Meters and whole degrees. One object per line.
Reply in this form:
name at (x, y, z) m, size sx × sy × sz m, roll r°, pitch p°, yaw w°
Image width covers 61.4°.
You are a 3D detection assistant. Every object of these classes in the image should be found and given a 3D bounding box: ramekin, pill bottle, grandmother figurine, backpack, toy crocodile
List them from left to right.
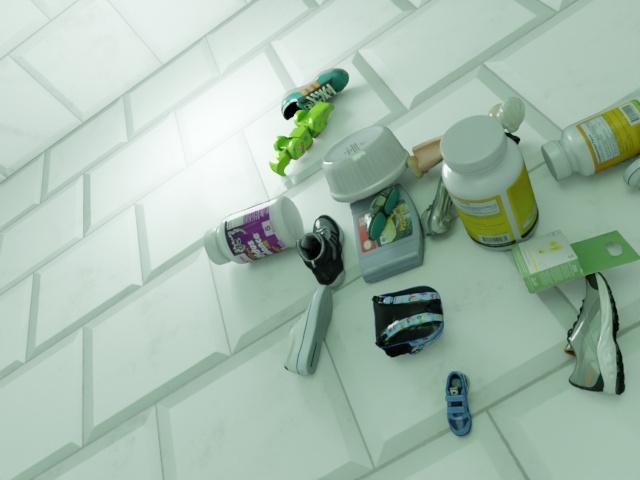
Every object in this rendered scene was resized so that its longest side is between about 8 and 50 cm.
pill bottle at (-0.218, -0.021, 1.732) m, size 0.301 × 0.169 × 0.170 m, roll -19°, pitch 49°, yaw 21°
toy crocodile at (-0.066, -0.378, 1.964) m, size 0.115 × 0.105 × 0.341 m, roll 18°, pitch 64°, yaw 41°
ramekin at (0.128, -0.243, 1.643) m, size 0.272 × 0.127 × 0.273 m, roll -25°, pitch 24°, yaw 12°
backpack at (0.224, 0.196, 1.320) m, size 0.173 × 0.117 × 0.158 m, roll -19°, pitch 49°, yaw 21°
grandmother figurine at (0.405, -0.287, 1.503) m, size 0.342 × 0.104 × 0.208 m, roll -28°, pitch 15°, yaw 34°
pill bottle at (0.405, -0.135, 1.302) m, size 0.187 × 0.334 × 0.188 m, roll -17°, pitch 50°, yaw 21°
pill bottle at (0.690, -0.244, 1.340) m, size 0.245 × 0.136 × 0.137 m, roll -24°, pitch 47°, yaw 16°

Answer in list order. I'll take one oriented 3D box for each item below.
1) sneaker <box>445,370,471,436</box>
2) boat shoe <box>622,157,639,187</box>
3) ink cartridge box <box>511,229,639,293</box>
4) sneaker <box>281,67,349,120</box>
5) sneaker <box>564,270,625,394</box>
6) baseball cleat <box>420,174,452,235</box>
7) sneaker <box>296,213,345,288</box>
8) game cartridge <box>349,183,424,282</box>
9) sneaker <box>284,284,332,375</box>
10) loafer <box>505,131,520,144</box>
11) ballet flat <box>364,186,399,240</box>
sneaker at (0.301, 0.356, 1.191) m, size 0.053 × 0.059 × 0.144 m, roll -12°, pitch 53°, yaw 23°
boat shoe at (0.834, -0.168, 1.220) m, size 0.257 × 0.095 × 0.084 m, roll -20°, pitch 44°, yaw 21°
ink cartridge box at (0.567, 0.027, 1.221) m, size 0.234 × 0.056 × 0.171 m, roll -23°, pitch 17°, yaw 19°
sneaker at (-0.021, -0.543, 2.052) m, size 0.302 × 0.108 × 0.121 m, roll -20°, pitch 49°, yaw 30°
sneaker at (0.565, 0.183, 1.127) m, size 0.107 × 0.100 × 0.272 m, roll -8°, pitch 53°, yaw 34°
baseball cleat at (0.327, -0.109, 1.497) m, size 0.109 × 0.072 × 0.206 m, roll -25°, pitch 38°, yaw 59°
sneaker at (0.000, 0.000, 1.587) m, size 0.101 × 0.153 × 0.269 m, roll -21°, pitch 48°, yaw 18°
game cartridge at (0.194, -0.031, 1.559) m, size 0.195 × 0.060 × 0.295 m, roll -20°, pitch 49°, yaw 14°
sneaker at (-0.038, 0.237, 1.474) m, size 0.091 × 0.094 × 0.258 m, roll 2°, pitch 59°, yaw 29°
loafer at (0.474, -0.216, 1.499) m, size 0.223 × 0.076 × 0.078 m, roll -51°, pitch 36°, yaw -15°
ballet flat at (0.163, -0.075, 1.534) m, size 0.070 × 0.070 × 0.188 m, roll 9°, pitch 54°, yaw 37°
